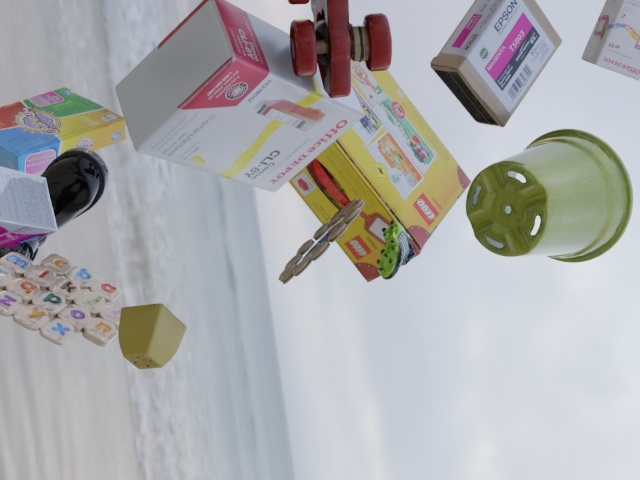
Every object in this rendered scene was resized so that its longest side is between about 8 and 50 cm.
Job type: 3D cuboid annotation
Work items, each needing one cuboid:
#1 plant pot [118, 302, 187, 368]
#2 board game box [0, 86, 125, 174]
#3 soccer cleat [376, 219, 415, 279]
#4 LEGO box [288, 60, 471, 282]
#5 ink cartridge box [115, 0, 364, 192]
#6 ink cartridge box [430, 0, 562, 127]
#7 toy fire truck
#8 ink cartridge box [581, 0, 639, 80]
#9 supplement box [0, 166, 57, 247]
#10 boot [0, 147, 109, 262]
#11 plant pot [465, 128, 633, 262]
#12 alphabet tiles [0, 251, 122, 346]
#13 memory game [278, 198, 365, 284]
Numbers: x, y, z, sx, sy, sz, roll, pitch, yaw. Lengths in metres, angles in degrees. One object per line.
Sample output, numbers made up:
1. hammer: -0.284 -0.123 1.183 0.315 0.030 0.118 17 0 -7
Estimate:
1. plant pot: -0.275 0.159 1.532 0.081 0.081 0.083 53 38 -47
2. board game box: -0.678 -0.270 2.345 0.242 0.316 0.064 28 -52 30
3. soccer cleat: 0.154 0.026 1.879 0.072 0.060 0.179 40 30 -16
4. LEGO box: 0.101 -0.214 2.344 0.500 0.193 0.372 52 41 -8
5. ink cartridge box: -0.144 -0.262 1.822 0.384 0.279 0.161 14 45 -50
6. ink cartridge box: 0.357 -0.379 1.925 0.193 0.235 0.088 41 -10 -38
7. toy fire truck: 0.020 -0.420 1.709 0.254 0.169 0.302 -109 -166 -68
8. ink cartridge box: 0.462 -0.313 1.442 0.052 0.088 0.123 -118 -135 -63
9. supplement box: -0.586 -0.062 1.709 0.220 0.111 0.114 11 61 -71
10. boot: -0.614 -0.035 2.040 0.131 0.348 0.260 46 26 -14
11. plant pot: 0.426 -0.075 1.869 0.276 0.253 0.276 9 -77 41
12. alphabet tiles: -0.516 0.114 1.874 0.021 0.284 0.278 -64 178 23
13. memory game: 0.000 0.000 1.486 0.012 0.186 0.186 45 1 -7
